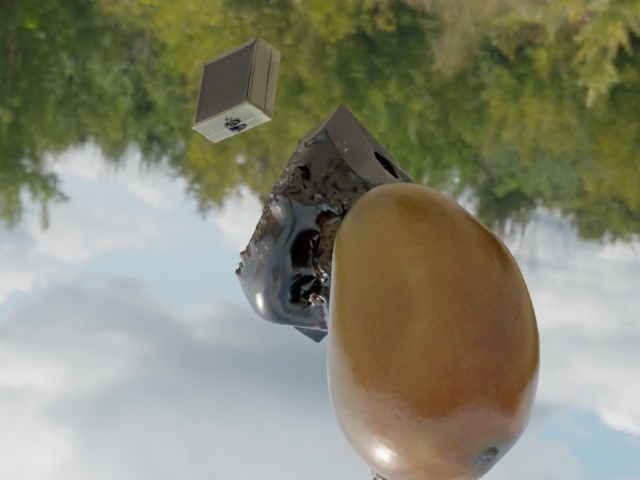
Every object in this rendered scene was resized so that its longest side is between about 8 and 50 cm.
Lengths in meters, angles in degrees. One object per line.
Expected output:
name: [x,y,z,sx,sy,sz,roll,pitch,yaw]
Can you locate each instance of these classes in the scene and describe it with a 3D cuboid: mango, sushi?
mango: [0.075,0.060,0.864,0.151,0.221,0.120,-12,158,29]
sushi: [-0.001,0.000,1.603,0.215,0.227,0.212,46,-149,-9]

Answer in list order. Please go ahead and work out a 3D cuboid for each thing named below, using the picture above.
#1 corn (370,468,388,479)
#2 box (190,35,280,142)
corn: [0.076,0.144,1.246,0.079,0.237,0.079,-7,165,-2]
box: [-0.081,-0.142,1.200,0.079,0.083,0.035,-19,144,38]
